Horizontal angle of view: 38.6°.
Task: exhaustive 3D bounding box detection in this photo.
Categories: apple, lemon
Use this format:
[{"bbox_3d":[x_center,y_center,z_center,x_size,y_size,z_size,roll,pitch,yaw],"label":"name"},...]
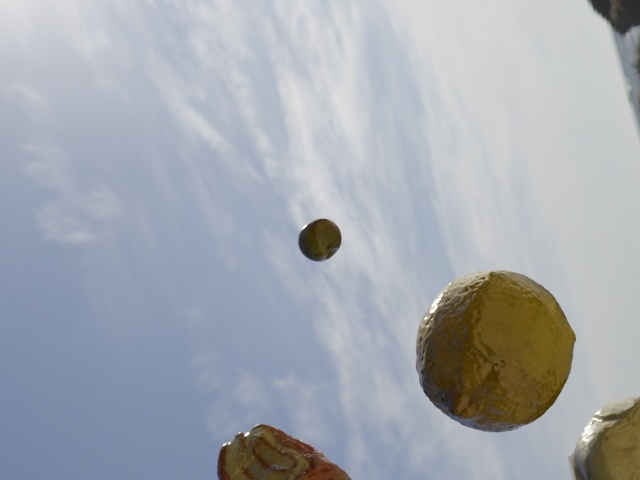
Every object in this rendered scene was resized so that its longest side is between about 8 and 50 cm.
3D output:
[{"bbox_3d":[0.000,0.000,1.790,0.074,0.089,0.089,50,-167,20],"label":"apple"},{"bbox_3d":[0.215,0.134,1.132,0.231,0.192,0.192,-46,-59,-43],"label":"lemon"}]

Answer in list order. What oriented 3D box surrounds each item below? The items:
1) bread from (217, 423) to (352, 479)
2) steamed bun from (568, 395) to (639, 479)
[{"bbox_3d":[-0.088,0.447,1.714,0.190,0.244,0.123,-47,-47,-26],"label":"bread"},{"bbox_3d":[0.565,0.406,1.407,0.372,0.230,0.324,53,-160,19],"label":"steamed bun"}]
